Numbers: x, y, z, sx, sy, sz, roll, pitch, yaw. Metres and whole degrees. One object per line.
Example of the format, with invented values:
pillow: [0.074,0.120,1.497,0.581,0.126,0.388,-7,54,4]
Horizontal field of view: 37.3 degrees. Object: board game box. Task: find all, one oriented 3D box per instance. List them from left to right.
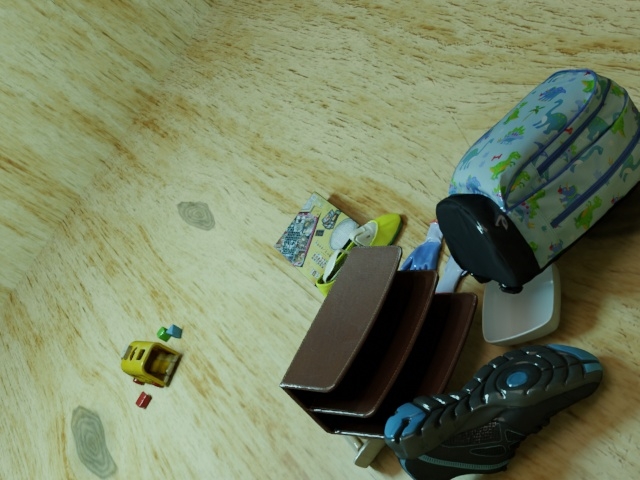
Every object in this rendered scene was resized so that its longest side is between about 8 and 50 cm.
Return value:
board game box: [0.000,0.000,2.120,0.165,0.042,0.243,-53,32,3]

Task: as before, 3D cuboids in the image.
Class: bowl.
bowl: [0.337,0.108,1.560,0.142,0.053,0.142,-24,43,39]

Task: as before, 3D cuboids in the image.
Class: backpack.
backpack: [0.370,-0.110,1.538,0.356,0.273,0.290,-26,11,-6]

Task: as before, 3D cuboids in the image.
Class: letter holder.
letter holder: [0.110,0.168,1.593,0.214,0.152,0.301,-3,48,44]

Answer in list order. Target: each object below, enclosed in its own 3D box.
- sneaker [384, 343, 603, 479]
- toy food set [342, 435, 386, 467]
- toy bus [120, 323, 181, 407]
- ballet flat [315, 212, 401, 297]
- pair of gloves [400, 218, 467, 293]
sneaker: [0.273,0.269,1.446,0.341,0.139,0.125,-24,21,12]
toy food set: [0.071,0.250,1.742,0.219,0.092,0.306,-53,32,3]
toy bus: [-0.447,0.300,2.372,0.202,0.104,0.191,-43,33,17]
ballet flat: [0.074,0.024,1.964,0.231,0.077,0.077,-51,31,6]
pair of gloves: [0.232,0.031,1.802,0.198,0.023,0.159,6,66,56]
